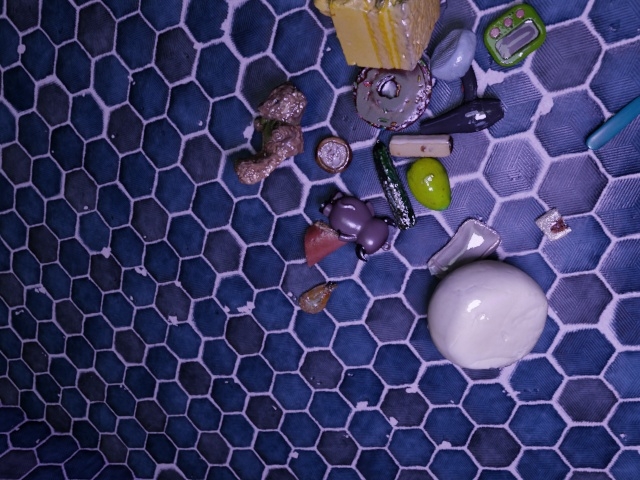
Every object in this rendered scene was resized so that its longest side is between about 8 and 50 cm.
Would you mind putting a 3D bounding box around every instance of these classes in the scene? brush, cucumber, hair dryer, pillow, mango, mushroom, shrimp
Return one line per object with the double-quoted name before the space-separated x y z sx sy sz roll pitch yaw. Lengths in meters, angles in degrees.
"brush" 0.795 -0.316 1.142 0.193 0.032 0.043 -43 85 11
"cucumber" 0.224 -0.175 1.336 0.067 0.067 0.294 -20 98 21
"hair dryer" 0.387 -0.436 1.223 0.235 0.091 0.272 -8 90 29
"pillow" 0.448 0.042 1.342 0.130 0.038 0.233 38 112 6
"mango" 0.333 -0.166 1.287 0.119 0.100 0.178 -30 103 20
"mushroom" 0.042 -0.275 1.370 0.123 0.052 0.123 3 108 9
"shrimp" -0.004 0.201 1.529 0.091 0.043 0.184 43 119 -6

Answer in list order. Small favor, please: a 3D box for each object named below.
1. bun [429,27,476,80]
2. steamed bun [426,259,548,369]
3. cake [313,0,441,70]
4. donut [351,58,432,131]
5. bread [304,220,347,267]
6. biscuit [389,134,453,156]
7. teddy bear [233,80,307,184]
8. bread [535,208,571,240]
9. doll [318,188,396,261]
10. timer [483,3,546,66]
"bun" 0.360 -0.490 1.137 0.083 0.141 0.141 19 114 -25
"steamed bun" 0.481 0.201 1.269 0.333 0.233 0.312 9 111 -19
"cake" 0.139 -0.608 1.112 0.285 0.227 0.223 17 73 27
"donut" 0.211 -0.440 1.251 0.235 0.089 0.235 5 108 16
"bread" 0.000 0.000 1.452 0.192 0.067 0.119 -36 93 22
"biscuit" 0.296 -0.284 1.265 0.187 0.052 0.056 5 142 29
"teddy bear" -0.165 -0.335 1.325 0.296 0.246 0.223 -28 117 -6
"bread" 0.680 -0.044 1.248 0.070 0.035 0.083 -33 97 24
"doll" 0.118 -0.050 1.364 0.257 0.117 0.182 40 71 2
"timer" 0.521 -0.549 1.148 0.140 0.047 0.128 -33 92 22
